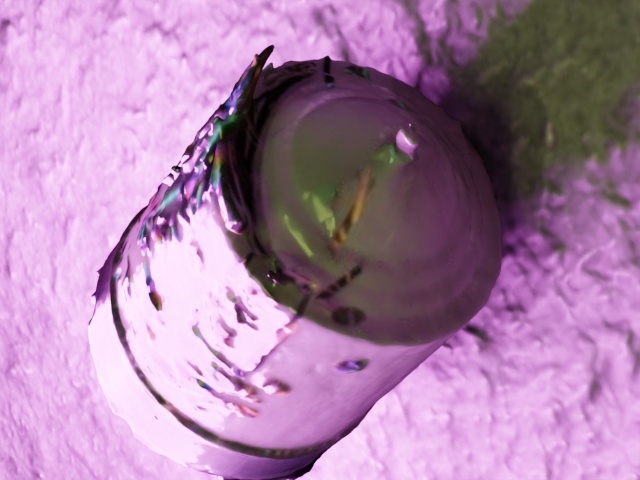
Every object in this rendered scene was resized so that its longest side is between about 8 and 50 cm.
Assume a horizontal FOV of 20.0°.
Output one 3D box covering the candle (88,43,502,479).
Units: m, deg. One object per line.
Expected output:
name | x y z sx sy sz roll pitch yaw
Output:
candle | 0.000 0.000 0.992 0.187 0.187 0.330 56 142 11
